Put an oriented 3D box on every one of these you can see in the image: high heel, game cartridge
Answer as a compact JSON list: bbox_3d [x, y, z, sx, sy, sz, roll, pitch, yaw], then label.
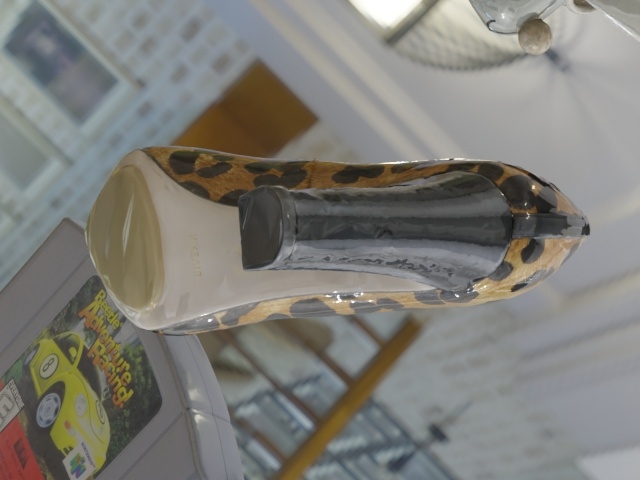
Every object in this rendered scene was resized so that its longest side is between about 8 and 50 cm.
[{"bbox_3d":[0.000,0.000,0.854,0.186,0.093,0.261,0,180,-31],"label":"high heel"},{"bbox_3d":[-0.167,0.125,1.225,0.196,0.060,0.294,-45,-131,12],"label":"game cartridge"}]

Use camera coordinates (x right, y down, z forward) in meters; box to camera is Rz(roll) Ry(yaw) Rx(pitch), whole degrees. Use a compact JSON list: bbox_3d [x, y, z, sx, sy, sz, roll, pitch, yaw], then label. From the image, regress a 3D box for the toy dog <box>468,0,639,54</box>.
[{"bbox_3d":[0.293,-0.207,1.278,0.333,0.161,0.220,-29,160,32],"label":"toy dog"}]
